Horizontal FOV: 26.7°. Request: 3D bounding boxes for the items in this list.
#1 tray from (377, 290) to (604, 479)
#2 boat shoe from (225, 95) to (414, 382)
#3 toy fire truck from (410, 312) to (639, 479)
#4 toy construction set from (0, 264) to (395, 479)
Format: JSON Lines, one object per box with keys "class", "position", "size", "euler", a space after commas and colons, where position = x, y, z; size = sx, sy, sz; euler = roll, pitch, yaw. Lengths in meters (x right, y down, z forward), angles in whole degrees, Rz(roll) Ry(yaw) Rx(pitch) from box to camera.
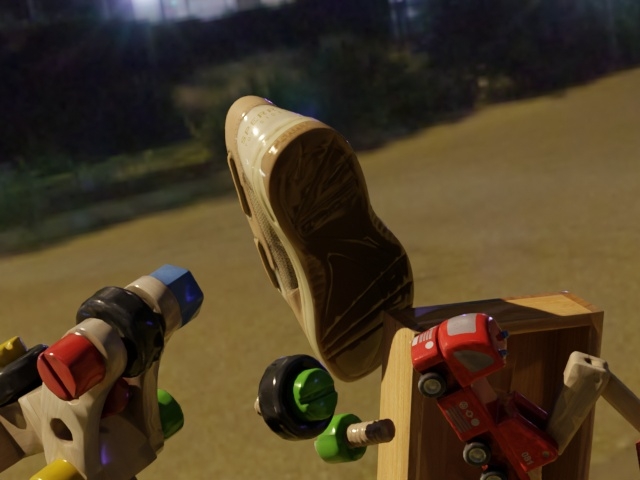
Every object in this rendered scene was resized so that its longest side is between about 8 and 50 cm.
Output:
{"class": "tray", "position": [0.158, 0.263, 1.331], "size": [0.202, 0.411, 0.076], "euler": [-5, 18, -22]}
{"class": "boat shoe", "position": [0.000, 0.000, 1.292], "size": [0.121, 0.341, 0.110], "euler": [-35, 46, -18]}
{"class": "toy fire truck", "position": [0.164, 0.121, 0.942], "size": [0.135, 0.192, 0.047], "euler": [-28, 15, 18]}
{"class": "toy construction set", "position": [-0.153, 0.188, 0.891], "size": [0.237, 0.257, 0.309], "euler": [-16, 39, 44]}
